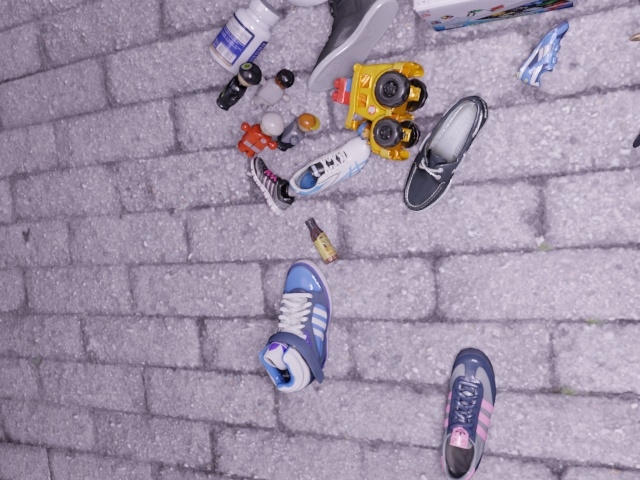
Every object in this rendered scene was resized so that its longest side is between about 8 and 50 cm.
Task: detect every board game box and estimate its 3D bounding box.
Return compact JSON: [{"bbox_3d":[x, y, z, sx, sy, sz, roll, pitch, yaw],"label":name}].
[{"bbox_3d":[0.363,-0.502,1.120,0.305,0.193,0.053,-1,96,24],"label":"board game box"}]

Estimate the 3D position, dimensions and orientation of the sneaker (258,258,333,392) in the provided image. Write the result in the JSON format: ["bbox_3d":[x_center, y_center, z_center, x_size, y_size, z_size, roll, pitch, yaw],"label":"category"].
[{"bbox_3d":[-0.067,0.222,1.382,0.130,0.236,0.322,-1,96,25],"label":"sneaker"}]

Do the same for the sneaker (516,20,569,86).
[{"bbox_3d":[0.484,-0.395,1.157,0.059,0.053,0.144,41,119,15],"label":"sneaker"}]

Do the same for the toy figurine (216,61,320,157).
[{"bbox_3d":[-0.127,-0.328,1.354,0.148,0.209,0.213,-32,79,41],"label":"toy figurine"}]

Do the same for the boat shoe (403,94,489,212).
[{"bbox_3d":[0.275,-0.198,1.254,0.114,0.091,0.302,32,108,18],"label":"boat shoe"}]

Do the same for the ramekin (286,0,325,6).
[{"bbox_3d":[-0.028,-0.704,1.256,0.277,0.135,0.277,-10,71,31],"label":"ramekin"}]

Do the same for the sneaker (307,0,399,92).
[{"bbox_3d":[0.051,-0.504,1.323,0.296,0.104,0.147,-45,61,32],"label":"sneaker"}]

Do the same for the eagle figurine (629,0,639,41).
[{"bbox_3d":[0.694,-0.501,0.999,0.226,0.225,0.298,11,67,-16],"label":"eagle figurine"}]

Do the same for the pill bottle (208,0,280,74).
[{"bbox_3d":[-0.194,-0.536,1.414,0.187,0.112,0.112,-44,78,22],"label":"pill bottle"}]

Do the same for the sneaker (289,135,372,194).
[{"bbox_3d":[0.026,-0.184,1.374,0.237,0.086,0.085,-31,82,23],"label":"sneaker"}]

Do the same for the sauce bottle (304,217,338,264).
[{"bbox_3d":[0.000,0.000,1.431,0.042,0.042,0.128,-33,84,24],"label":"sauce bottle"}]

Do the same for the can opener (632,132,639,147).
[{"bbox_3d":[0.698,-0.253,1.075,0.059,0.073,0.186,43,121,5],"label":"can opener"}]

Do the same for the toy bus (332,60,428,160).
[{"bbox_3d":[0.125,-0.309,1.281,0.211,0.149,0.220,13,104,27],"label":"toy bus"}]

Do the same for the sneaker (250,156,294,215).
[{"bbox_3d":[-0.124,-0.156,1.459,0.075,0.063,0.170,-28,90,25],"label":"sneaker"}]

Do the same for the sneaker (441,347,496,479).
[{"bbox_3d":[0.346,0.419,1.277,0.112,0.131,0.319,5,98,24],"label":"sneaker"}]
